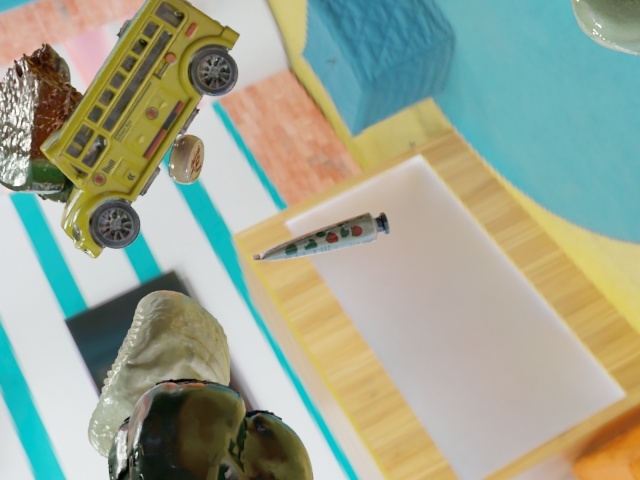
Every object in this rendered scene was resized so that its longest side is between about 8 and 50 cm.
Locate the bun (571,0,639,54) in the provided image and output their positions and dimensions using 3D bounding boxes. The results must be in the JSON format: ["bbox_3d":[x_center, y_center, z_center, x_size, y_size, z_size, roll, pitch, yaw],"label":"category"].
[{"bbox_3d":[0.636,-0.483,1.940,0.283,0.283,0.179,57,-175,29],"label":"bun"}]

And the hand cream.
[{"bbox_3d":[0.000,0.000,1.932,0.095,0.276,0.059,-136,31,-83],"label":"hand cream"}]

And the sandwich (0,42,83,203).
[{"bbox_3d":[-0.407,-0.157,1.417,0.292,0.109,0.212,52,129,35],"label":"sandwich"}]

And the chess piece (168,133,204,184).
[{"bbox_3d":[-0.221,-0.134,1.619,0.083,0.038,0.083,12,-90,-77],"label":"chess piece"}]

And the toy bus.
[{"bbox_3d":[-0.237,-0.143,1.218,0.152,0.330,0.144,33,178,-18],"label":"toy bus"}]

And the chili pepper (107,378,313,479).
[{"bbox_3d":[-0.139,0.316,1.179,0.249,0.233,0.256,27,-150,-19],"label":"chili pepper"}]

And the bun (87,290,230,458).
[{"bbox_3d":[-0.300,0.281,1.900,0.227,0.352,0.349,23,175,-8],"label":"bun"}]
